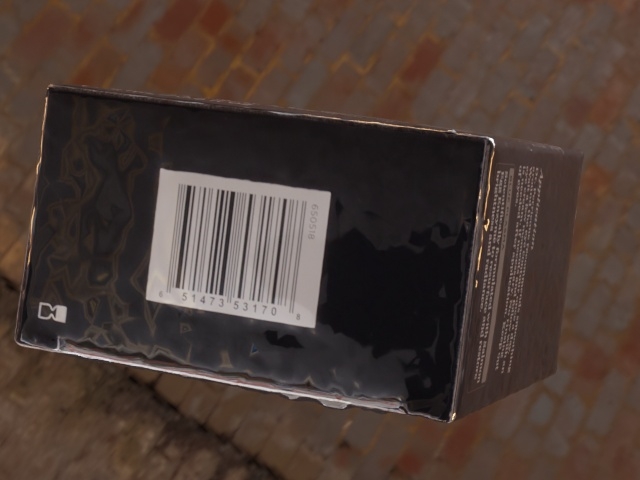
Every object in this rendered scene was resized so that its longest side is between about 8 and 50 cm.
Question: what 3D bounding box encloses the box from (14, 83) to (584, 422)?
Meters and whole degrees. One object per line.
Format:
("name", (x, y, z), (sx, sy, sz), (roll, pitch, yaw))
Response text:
("box", (0.000, 0.000, 0.587), (0.156, 0.158, 0.093), (9, -86, 19))
